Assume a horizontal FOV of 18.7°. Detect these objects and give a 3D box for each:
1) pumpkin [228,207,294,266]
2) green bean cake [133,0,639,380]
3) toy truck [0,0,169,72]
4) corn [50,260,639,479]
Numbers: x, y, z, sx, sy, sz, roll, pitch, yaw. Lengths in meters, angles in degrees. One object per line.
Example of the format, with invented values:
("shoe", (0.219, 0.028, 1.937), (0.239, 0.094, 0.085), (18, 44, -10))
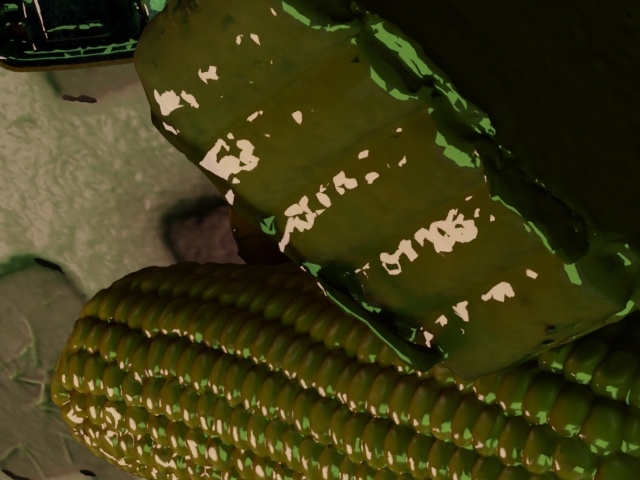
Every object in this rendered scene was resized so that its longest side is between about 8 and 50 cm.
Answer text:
("pumpkin", (0.000, 0.000, 1.026), (0.074, 0.054, 0.083), (-6, 144, 37))
("green bean cake", (0.053, -0.079, 0.820), (0.230, 0.224, 0.131), (42, 135, -12))
("toy truck", (-0.123, -0.206, 0.850), (0.108, 0.140, 0.256), (-6, 136, 6))
("corn", (0.034, 0.080, 0.935), (0.387, 0.144, 0.144), (10, 134, 35))
